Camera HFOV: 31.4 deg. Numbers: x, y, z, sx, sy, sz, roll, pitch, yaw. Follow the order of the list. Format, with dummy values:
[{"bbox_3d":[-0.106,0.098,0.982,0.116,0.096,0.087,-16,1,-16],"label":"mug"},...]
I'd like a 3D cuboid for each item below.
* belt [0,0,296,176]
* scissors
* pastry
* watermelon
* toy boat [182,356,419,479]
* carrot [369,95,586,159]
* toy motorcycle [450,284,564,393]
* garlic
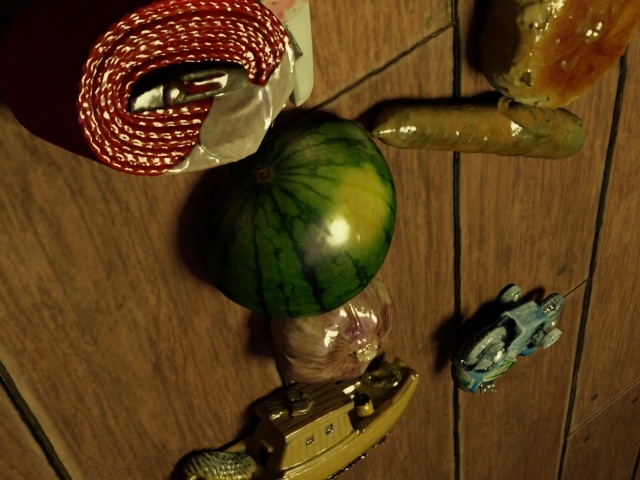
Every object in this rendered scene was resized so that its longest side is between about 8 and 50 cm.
[{"bbox_3d":[-0.124,-0.122,0.808,0.201,0.124,0.128,-16,119,-45],"label":"belt"},{"bbox_3d":[-0.033,-0.204,0.900,0.118,0.030,0.242,-33,142,-19],"label":"scissors"},{"bbox_3d":[0.242,-0.224,1.133,0.182,0.093,0.192,-14,137,-36],"label":"pastry"},{"bbox_3d":[-0.003,-0.002,1.077,0.204,0.127,0.232,-39,153,-16],"label":"watermelon"},{"bbox_3d":[-0.014,0.225,1.359,0.321,0.089,0.121,-26,132,-28],"label":"toy boat"},{"bbox_3d":[0.174,-0.120,1.203,0.342,0.070,0.070,-3,129,-44],"label":"carrot"},{"bbox_3d":[0.254,0.141,1.569,0.254,0.092,0.135,-18,149,-51],"label":"toy motorcycle"},{"bbox_3d":[0.016,0.097,1.230,0.147,0.102,0.159,-37,148,-7],"label":"garlic"}]
